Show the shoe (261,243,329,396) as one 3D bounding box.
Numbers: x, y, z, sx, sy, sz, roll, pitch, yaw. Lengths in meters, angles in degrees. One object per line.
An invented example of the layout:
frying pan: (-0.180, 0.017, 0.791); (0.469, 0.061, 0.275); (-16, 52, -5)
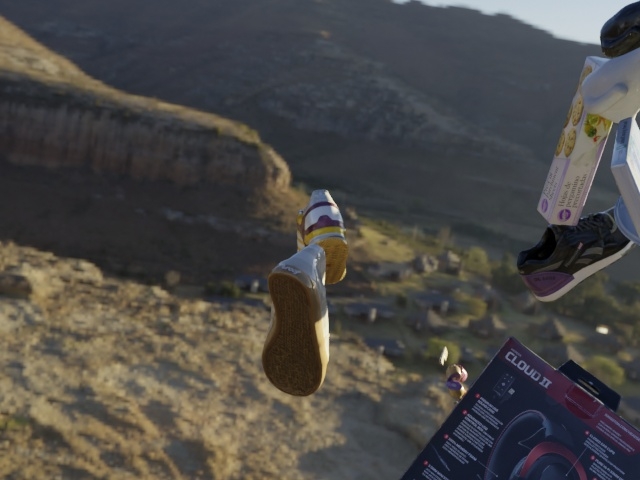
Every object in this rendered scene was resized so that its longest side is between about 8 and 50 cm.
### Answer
shoe: (-0.020, 0.092, 1.043); (0.076, 0.219, 0.058); (18, 48, 13)

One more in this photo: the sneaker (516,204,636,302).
sneaker: (0.524, -0.001, 1.925); (0.124, 0.283, 0.107); (47, 5, -30)

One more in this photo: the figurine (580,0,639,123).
figurine: (0.458, -0.284, 1.299); (0.092, 0.209, 0.215); (31, 53, -3)

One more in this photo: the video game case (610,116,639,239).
video game case: (0.411, -0.031, 1.187); (0.023, 0.212, 0.193); (-20, 14, 26)

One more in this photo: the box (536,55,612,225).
box: (0.495, -0.185, 1.818); (0.063, 0.324, 0.067); (5, 28, -15)

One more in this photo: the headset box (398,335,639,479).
headset box: (0.233, 0.271, 1.097); (0.218, 0.293, 0.110); (36, -10, 15)

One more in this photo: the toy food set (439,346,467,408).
toy food set: (0.185, 0.202, 1.256); (0.019, 0.122, 0.078); (-16, 9, 17)

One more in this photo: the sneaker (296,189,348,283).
sneaker: (0.000, 0.000, 1.262); (0.069, 0.084, 0.185); (-4, -21, -12)

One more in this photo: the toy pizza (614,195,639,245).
toy pizza: (0.574, -0.041, 1.530); (0.201, 0.032, 0.201); (-10, 39, 8)
